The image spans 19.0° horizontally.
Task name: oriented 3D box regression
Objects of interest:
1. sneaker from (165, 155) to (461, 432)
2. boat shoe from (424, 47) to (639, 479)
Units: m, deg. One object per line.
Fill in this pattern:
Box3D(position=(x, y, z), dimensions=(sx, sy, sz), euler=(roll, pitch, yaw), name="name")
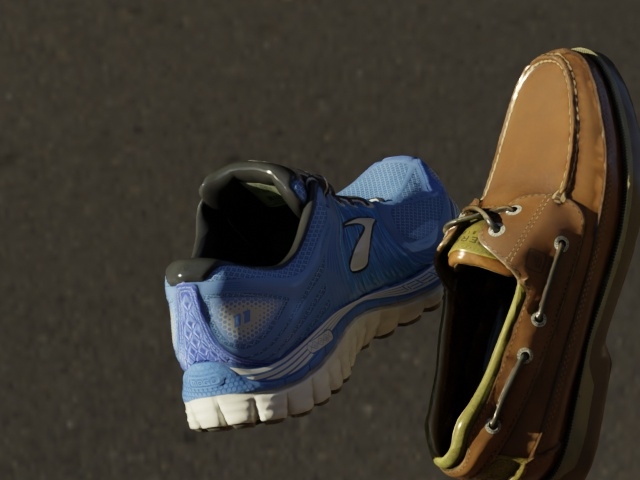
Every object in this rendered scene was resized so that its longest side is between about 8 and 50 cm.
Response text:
Box3D(position=(0.000, 0.000, 1.316), dimensions=(0.129, 0.147, 0.330), euler=(-9, 18, 29), name="sneaker")
Box3D(position=(0.136, 0.011, 1.260), dimensions=(0.104, 0.110, 0.307), euler=(13, 75, -27), name="boat shoe")
